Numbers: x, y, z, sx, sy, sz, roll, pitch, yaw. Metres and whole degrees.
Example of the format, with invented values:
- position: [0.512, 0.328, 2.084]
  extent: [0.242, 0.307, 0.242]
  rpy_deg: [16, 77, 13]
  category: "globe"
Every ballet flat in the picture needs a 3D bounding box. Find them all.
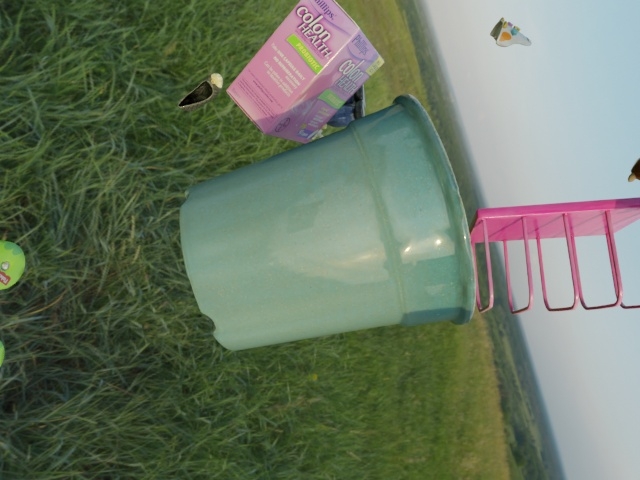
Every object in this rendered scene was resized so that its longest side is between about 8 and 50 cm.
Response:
- position: [-0.345, -0.424, 1.285]
  extent: [0.057, 0.173, 0.049]
  rpy_deg: [61, 32, -4]
  category: "ballet flat"

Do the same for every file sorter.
- position: [0.443, 0.043, 0.838]
  extent: [0.202, 0.291, 0.182]
  rpy_deg: [46, 41, -72]
  category: "file sorter"

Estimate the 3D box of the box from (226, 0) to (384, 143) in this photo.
- position: [-0.020, -0.320, 0.860]
  extent: [0.117, 0.243, 0.213]
  rpy_deg: [49, 19, 8]
  category: "box"

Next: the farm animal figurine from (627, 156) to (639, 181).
- position: [0.589, -0.017, 0.612]
  extent: [0.330, 0.172, 0.326]
  rpy_deg: [27, 22, -16]
  category: "farm animal figurine"

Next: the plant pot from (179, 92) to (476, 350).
- position: [0.000, 0.000, 0.658]
  extent: [0.341, 0.334, 0.341]
  rpy_deg: [-16, 90, -88]
  category: "plant pot"

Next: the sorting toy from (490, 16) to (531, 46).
- position: [0.411, -0.436, 0.945]
  extent: [0.083, 0.075, 0.045]
  rpy_deg: [-77, -172, -52]
  category: "sorting toy"

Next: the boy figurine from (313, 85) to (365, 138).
- position: [-0.028, -0.341, 1.124]
  extent: [0.092, 0.285, 0.177]
  rpy_deg: [54, 40, -72]
  category: "boy figurine"

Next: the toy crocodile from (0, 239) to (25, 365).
- position: [-0.493, 0.092, 0.583]
  extent: [0.105, 0.115, 0.340]
  rpy_deg: [23, 76, -78]
  category: "toy crocodile"
